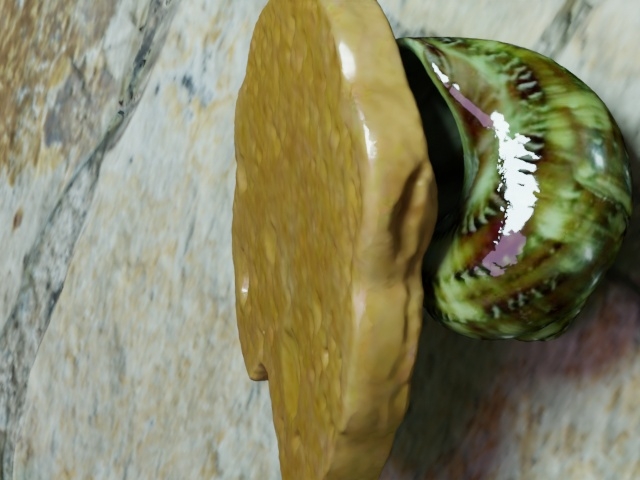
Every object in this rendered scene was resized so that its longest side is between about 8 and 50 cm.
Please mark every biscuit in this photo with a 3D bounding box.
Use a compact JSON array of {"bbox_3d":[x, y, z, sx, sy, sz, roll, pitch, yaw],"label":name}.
[{"bbox_3d":[0.000,0.000,0.931,0.312,0.057,0.351,-130,40,-65],"label":"biscuit"}]

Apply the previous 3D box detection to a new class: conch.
[{"bbox_3d":[0.110,-0.027,0.857,0.187,0.124,0.182,40,127,56],"label":"conch"}]
